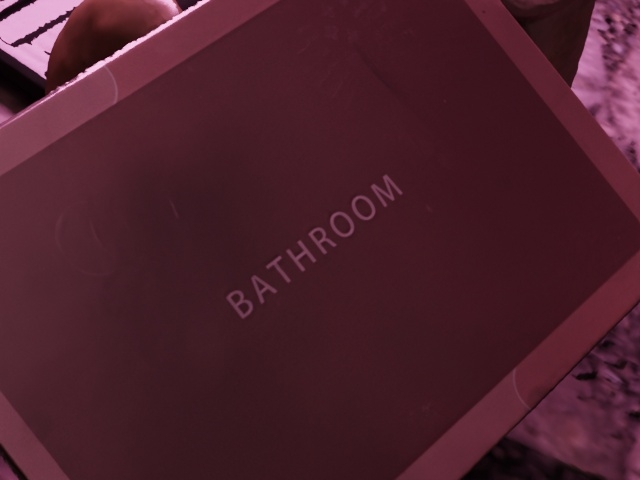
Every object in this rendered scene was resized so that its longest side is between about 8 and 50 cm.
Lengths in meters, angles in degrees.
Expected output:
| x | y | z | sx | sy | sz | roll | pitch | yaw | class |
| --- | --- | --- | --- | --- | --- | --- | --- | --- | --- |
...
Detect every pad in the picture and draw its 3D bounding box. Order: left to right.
| x | y | z | sx | sy | sz | roll | pitch | yaw | class |
| --- | --- | --- | --- | --- | --- | --- | --- | --- | --- |
| 0.000 | 0.000 | 0.562 | 0.266 | 0.002 | 0.176 | -38 | 89 | -36 | pad |

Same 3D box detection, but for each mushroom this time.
| x | y | z | sx | sy | sz | roll | pitch | yaw | class |
| --- | --- | --- | --- | --- | --- | --- | --- | --- | --- |
| 0.016 | -0.064 | 0.662 | 0.247 | 0.096 | 0.108 | -19 | 90 | -39 | mushroom |

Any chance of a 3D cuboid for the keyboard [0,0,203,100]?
| x | y | z | sx | sy | sz | roll | pitch | yaw | class |
| --- | --- | --- | --- | --- | --- | --- | --- | --- | --- |
| -0.095 | -0.114 | 0.707 | 0.103 | 0.041 | 0.381 | 34 | 32 | 10 | keyboard |
